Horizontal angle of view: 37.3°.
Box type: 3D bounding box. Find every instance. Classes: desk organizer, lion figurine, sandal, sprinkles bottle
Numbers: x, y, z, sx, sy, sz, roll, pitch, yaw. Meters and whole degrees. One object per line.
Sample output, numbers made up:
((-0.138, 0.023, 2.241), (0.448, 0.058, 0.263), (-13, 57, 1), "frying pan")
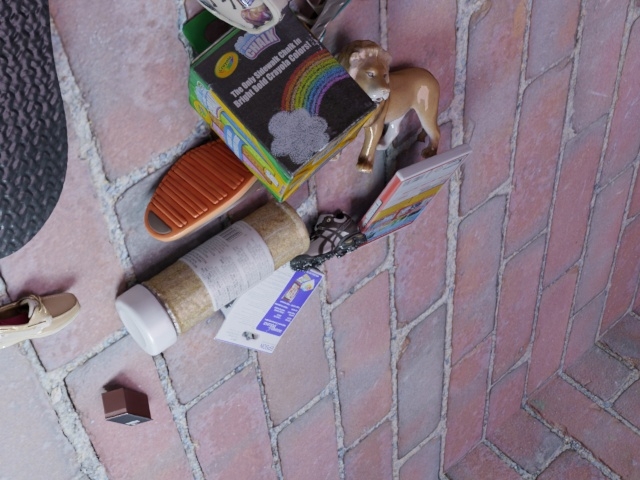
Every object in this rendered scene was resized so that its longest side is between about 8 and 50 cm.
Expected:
((-0.363, 0.314, 1.785), (0.047, 0.050, 0.130), (-16, 162, 7), "desk organizer")
((0.129, -0.263, 1.776), (0.392, 0.142, 0.240), (-23, 131, -56), "lion figurine")
((-0.419, -0.193, 1.220), (0.168, 0.107, 0.445), (-13, 118, -41), "sandal")
((-0.186, 0.059, 1.690), (0.355, 0.121, 0.121), (-34, 143, -24), "sprinkles bottle")

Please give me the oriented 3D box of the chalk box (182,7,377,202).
((-0.085, -0.233, 1.443), (0.180, 0.289, 0.179), (-41, 178, -12), "chalk box")

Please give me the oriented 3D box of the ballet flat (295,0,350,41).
((-0.008, -0.368, 1.552), (0.068, 0.072, 0.213), (29, 118, -19), "ballet flat")

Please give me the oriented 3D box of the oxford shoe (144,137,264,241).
((-0.134, -0.108, 1.596), (0.364, 0.130, 0.132), (-40, 152, -14), "oxford shoe")

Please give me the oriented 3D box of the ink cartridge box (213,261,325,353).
((-0.110, 0.120, 1.904), (0.208, 0.045, 0.206), (-57, 146, 4), "ink cartridge box")

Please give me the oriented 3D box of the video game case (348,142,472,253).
((0.176, -0.085, 1.969), (0.204, 0.025, 0.285), (-24, 161, -35), "video game case")

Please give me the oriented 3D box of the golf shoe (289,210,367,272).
((0.000, 0.000, 1.893), (0.198, 0.093, 0.077), (-22, 173, -45), "golf shoe")

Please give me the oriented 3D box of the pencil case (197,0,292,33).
((-0.039, -0.488, 1.260), (0.410, 0.160, 0.183), (-61, 150, -5), "pencil case")

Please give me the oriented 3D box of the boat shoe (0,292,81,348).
((-0.454, 0.117, 1.484), (0.170, 0.063, 0.059), (-24, 144, -33), "boat shoe")
